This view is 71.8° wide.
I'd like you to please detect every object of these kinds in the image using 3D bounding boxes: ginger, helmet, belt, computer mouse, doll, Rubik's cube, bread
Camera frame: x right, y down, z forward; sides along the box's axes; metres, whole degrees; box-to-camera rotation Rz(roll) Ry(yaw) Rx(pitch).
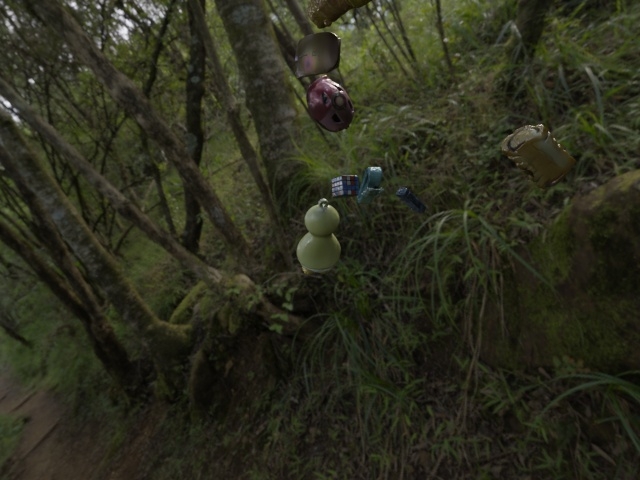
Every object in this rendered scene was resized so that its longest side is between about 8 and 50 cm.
[{"bbox_3d":[0.080,-0.865,1.542,0.126,0.189,0.354,-2,8,-42],"label":"ginger"},{"bbox_3d":[0.064,-0.619,2.047,0.198,0.253,0.154,-44,48,-14],"label":"helmet"},{"bbox_3d":[0.160,-0.160,1.434,0.065,0.099,0.179,0,-24,-6],"label":"belt"},{"bbox_3d":[-0.028,-0.748,1.798,0.072,0.158,0.310,-3,13,-35],"label":"computer mouse"},{"bbox_3d":[-0.001,-0.008,1.390,0.142,0.296,0.117,2,33,-7],"label":"doll"},{"bbox_3d":[0.115,-0.248,2.035,0.092,0.092,0.092,-3,-1,-30],"label":"Rubik's cube"},{"bbox_3d":[0.675,-0.263,1.366,0.134,0.225,0.081,-40,19,33],"label":"bread"}]

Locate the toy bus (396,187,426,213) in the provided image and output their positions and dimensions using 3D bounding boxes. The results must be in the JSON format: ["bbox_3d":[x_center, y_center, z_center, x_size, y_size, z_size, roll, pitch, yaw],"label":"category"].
[{"bbox_3d":[0.443,-0.193,2.149,0.065,0.166,0.047,6,63,60],"label":"toy bus"}]
